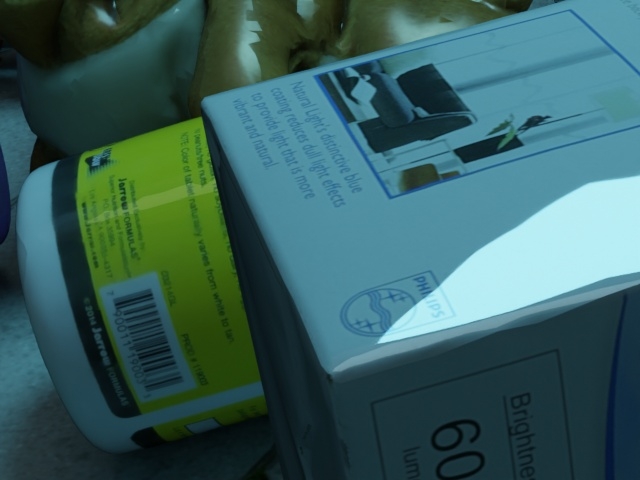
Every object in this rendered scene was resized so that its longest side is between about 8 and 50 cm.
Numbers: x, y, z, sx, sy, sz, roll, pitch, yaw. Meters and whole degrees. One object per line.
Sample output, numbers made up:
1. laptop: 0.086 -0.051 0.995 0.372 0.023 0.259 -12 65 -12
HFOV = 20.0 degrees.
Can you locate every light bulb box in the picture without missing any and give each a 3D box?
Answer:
1. light bulb box: 0.171 0.087 0.779 0.361 0.357 0.225 -16 33 -7

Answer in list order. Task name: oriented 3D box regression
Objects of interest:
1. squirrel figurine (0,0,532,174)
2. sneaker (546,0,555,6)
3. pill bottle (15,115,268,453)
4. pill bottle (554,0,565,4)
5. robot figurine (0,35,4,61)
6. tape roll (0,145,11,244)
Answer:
1. squirrel figurine: -0.018 -0.156 1.341 0.371 0.281 0.397 2 34 7
2. sneaker: 0.284 -0.227 1.555 0.212 0.080 0.094 -31 48 -33
3. pill bottle: 0.000 0.000 1.105 0.334 0.188 0.188 -16 30 5
4. pill bottle: 0.276 -0.244 1.386 0.210 0.210 0.363 -5 48 8
5. robot figurine: -0.261 -0.216 1.611 0.291 0.085 0.211 -7 -15 24
6. tape roll: -0.330 -0.103 1.328 0.090 0.274 0.275 -25 33 -24
